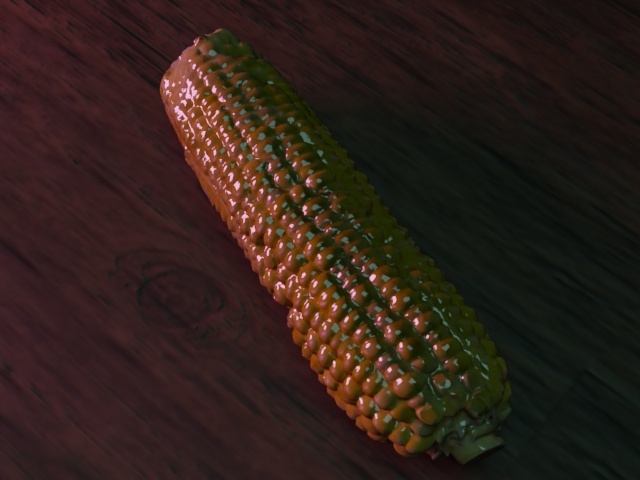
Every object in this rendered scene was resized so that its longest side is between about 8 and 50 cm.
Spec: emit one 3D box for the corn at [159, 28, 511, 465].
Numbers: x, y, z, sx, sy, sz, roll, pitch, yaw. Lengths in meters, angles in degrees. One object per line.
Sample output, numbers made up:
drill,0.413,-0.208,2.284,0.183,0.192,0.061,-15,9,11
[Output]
corn,0.000,0.000,0.564,0.086,0.086,0.288,-30,67,-13
